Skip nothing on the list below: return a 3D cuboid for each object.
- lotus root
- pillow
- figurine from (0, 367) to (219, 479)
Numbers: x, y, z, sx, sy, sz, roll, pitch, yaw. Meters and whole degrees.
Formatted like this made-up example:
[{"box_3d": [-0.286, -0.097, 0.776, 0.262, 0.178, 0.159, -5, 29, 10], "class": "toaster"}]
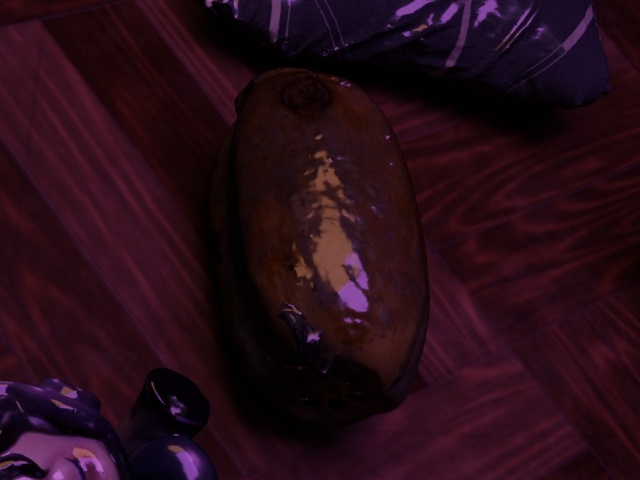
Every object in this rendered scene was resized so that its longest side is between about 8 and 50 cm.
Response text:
[{"box_3d": [0.000, 0.000, 1.126, 0.123, 0.124, 0.241, 14, 49, -25], "class": "lotus root"}, {"box_3d": [0.062, -0.177, 1.353, 0.335, 0.092, 0.161, 12, 45, -25], "class": "pillow"}, {"box_3d": [-0.156, 0.127, 0.909, 0.222, 0.145, 0.145, 5, 50, -44], "class": "figurine"}]
